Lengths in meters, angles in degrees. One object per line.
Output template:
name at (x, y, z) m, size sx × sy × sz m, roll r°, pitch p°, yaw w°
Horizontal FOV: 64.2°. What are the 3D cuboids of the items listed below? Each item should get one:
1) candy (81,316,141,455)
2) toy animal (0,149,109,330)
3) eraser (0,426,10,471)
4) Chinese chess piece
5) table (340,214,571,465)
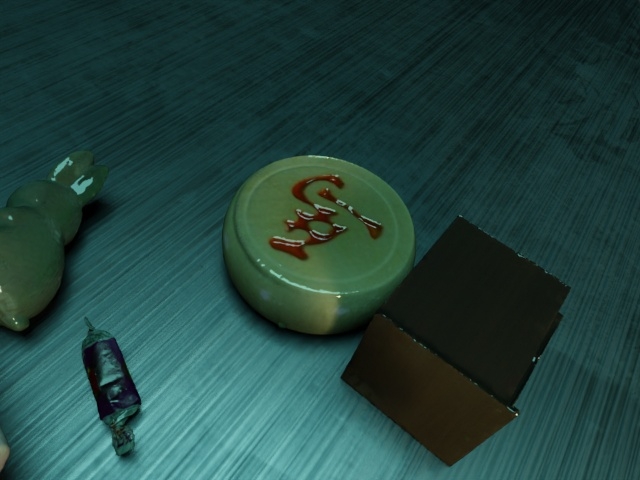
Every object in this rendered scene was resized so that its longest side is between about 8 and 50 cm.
candy at (-0.234, 0.155, 0.570) m, size 0.043 × 0.045 × 0.175 m, roll -9°, pitch 54°, yaw -38°
toy animal at (-0.357, -0.013, 0.642) m, size 0.126 × 0.127 × 0.251 m, roll -1°, pitch 39°, yaw 21°
eraser at (-0.408, 0.140, 0.474) m, size 0.270 × 0.174 × 0.095 m, roll 48°, pitch 13°, yaw 22°
Chinese chess piece at (0.000, 0.000, 0.708) m, size 0.274 × 0.102 × 0.273 m, roll 6°, pitch 52°, yaw -8°
table at (0.164, 0.117, 0.610) m, size 0.172 × 0.169 × 0.193 m, roll 36°, pitch 52°, yaw 15°
